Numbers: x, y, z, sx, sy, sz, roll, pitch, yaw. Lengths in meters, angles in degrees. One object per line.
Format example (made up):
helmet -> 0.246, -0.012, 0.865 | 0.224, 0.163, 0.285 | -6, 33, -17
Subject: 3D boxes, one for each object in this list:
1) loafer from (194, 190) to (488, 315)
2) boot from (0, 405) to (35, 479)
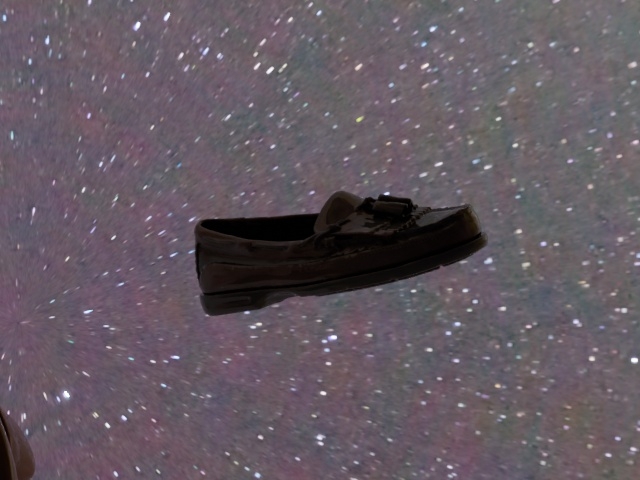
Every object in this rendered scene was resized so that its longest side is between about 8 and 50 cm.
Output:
loafer -> 0.000, 0.000, 0.779 | 0.096, 0.268, 0.084 | -24, -82, -57
boot -> -0.258, 0.139, 0.659 | 0.283, 0.220, 0.109 | 28, -112, 29
